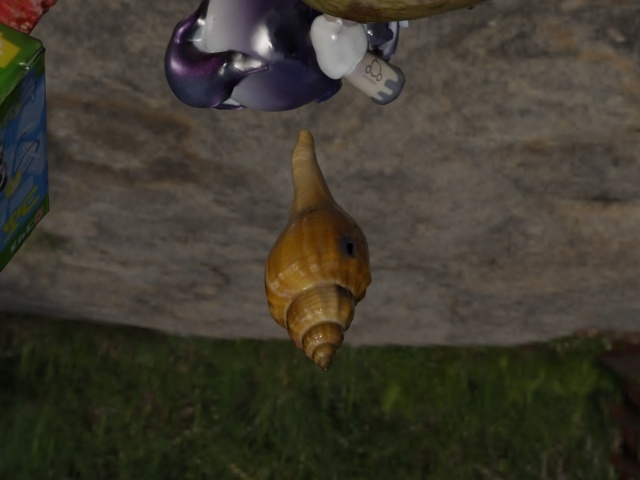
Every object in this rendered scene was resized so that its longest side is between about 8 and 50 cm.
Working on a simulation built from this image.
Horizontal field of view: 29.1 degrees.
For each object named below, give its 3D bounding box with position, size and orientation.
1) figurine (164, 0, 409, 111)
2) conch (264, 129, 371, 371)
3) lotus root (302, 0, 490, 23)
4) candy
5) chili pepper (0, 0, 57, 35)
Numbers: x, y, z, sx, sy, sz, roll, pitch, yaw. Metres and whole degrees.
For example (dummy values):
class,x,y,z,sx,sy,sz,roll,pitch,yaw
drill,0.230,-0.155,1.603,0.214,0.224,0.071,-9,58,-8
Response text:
class,x,y,z,sx,sy,sz,roll,pitch,yaw
figurine,-0.040,-0.172,1.109,0.222,0.145,0.145,0,162,39
conch,0.003,-0.003,1.199,0.109,0.330,0.093,24,134,-22
lotus root,0.089,-0.179,0.571,0.260,0.128,0.145,-10,-168,24
candy,-0.235,-0.052,0.839,0.062,0.097,0.194,26,145,6
chili pepper,-0.342,-0.244,1.020,0.229,0.251,0.305,-20,150,39
